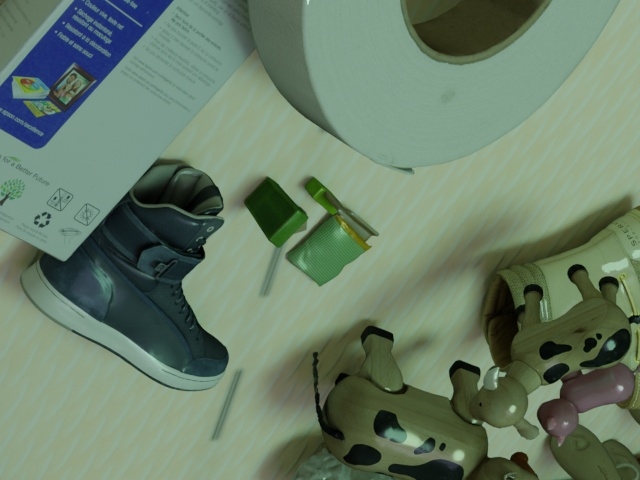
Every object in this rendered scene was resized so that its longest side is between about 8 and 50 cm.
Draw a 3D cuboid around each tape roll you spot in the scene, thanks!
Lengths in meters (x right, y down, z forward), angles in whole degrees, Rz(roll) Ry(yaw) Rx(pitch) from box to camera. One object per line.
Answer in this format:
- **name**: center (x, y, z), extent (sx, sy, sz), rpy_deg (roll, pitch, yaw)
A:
- **tape roll**: center (0.114, -0.240, 1.124), extent (0.392, 0.072, 0.392), rpy_deg (-28, 137, -30)

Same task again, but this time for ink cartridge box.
- **ink cartridge box**: center (-0.150, -0.146, 1.089), extent (0.333, 0.065, 0.165), rpy_deg (-46, 137, 9)

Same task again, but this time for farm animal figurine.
- **farm animal figurine**: center (0.146, 0.184, 1.410), extent (0.326, 0.172, 0.330), rpy_deg (7, 125, -3)

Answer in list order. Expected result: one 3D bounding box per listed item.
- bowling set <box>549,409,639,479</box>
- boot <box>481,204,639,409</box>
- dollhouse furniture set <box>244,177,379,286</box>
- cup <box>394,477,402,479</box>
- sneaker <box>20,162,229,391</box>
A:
- **bowling set**: center (0.430, 0.268, 1.760), extent (0.287, 0.154, 0.200), rpy_deg (-30, 136, -8)
- **boot**: center (0.272, 0.104, 1.559), extent (0.203, 0.095, 0.262), rpy_deg (-22, 133, -18)
- **dollhouse furniture set**: center (0.000, 0.000, 1.315), extent (0.076, 0.058, 0.151), rpy_deg (-44, 137, 6)
- **cup**: center (0.056, 0.439, 1.593), extent (0.331, 0.237, 0.331), rpy_deg (-19, 134, -20)
- **sneaker**: center (-0.117, 0.031, 1.243), extent (0.163, 0.086, 0.226), rpy_deg (-45, 136, 11)
